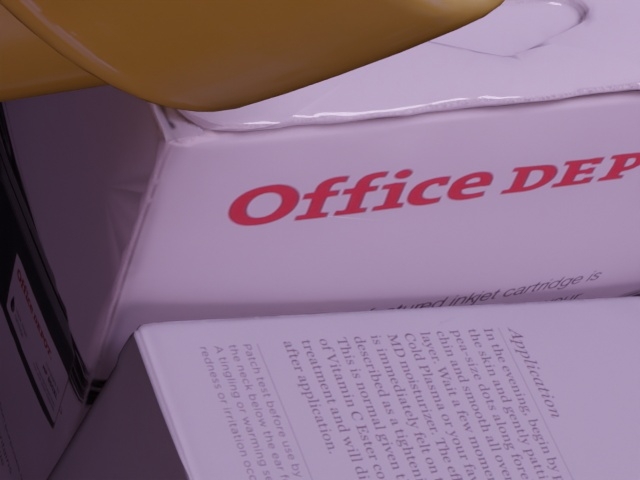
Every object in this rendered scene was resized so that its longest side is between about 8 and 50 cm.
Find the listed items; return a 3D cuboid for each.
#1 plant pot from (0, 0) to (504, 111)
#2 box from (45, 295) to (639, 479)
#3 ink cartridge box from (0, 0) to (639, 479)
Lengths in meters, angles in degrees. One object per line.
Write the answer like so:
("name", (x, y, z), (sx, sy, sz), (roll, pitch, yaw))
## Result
("plant pot", (-0.102, -0.140, 0.469), (0.239, 0.254, 0.254), (-18, 153, 24))
("box", (0.060, 0.152, 0.755), (0.345, 0.168, 0.215), (-1, 143, -33))
("ink cartridge box", (0.000, 0.000, 0.806), (0.285, 0.166, 0.395), (-8, 147, -25))
